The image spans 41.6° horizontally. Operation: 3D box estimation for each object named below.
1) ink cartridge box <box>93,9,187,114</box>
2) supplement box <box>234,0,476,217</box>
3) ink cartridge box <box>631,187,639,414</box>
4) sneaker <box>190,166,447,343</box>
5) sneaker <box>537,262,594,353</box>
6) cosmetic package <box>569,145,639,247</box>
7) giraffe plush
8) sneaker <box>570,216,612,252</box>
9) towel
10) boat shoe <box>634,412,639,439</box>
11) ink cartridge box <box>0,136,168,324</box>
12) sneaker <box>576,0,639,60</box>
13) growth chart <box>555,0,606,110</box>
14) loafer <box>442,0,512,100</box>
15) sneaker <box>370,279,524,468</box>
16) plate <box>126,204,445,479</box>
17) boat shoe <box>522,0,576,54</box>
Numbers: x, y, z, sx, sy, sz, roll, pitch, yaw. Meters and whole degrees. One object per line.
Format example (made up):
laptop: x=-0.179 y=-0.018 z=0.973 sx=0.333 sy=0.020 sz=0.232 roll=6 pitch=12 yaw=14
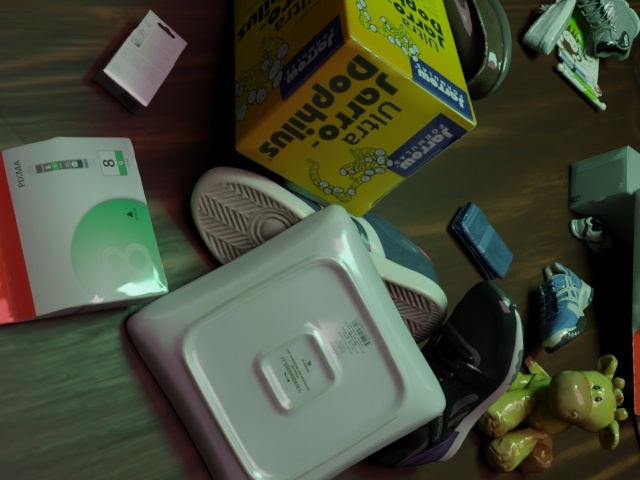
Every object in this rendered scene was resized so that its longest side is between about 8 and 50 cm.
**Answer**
ink cartridge box: x=-0.209 y=-0.210 z=0.987 sx=0.063 sy=0.029 sz=0.115 roll=41 pitch=52 yaw=-23
supplement box: x=0.026 y=-0.243 z=1.017 sx=0.195 sy=0.194 sz=0.356 roll=27 pitch=40 yaw=-32
ink cartridge box: x=0.672 y=0.111 z=1.474 sx=0.308 sy=0.091 sz=0.385 roll=7 pitch=83 yaw=-36
sneaker: x=0.000 y=0.000 z=1.052 sx=0.350 sy=0.131 sz=0.148 roll=32 pitch=30 yaw=-19
sneaker: x=0.379 y=0.109 z=1.354 sx=0.081 sy=0.080 sz=0.211 roll=47 pitch=31 yaw=-4
cosmetic package: x=0.580 y=-0.072 z=1.556 sx=0.238 sy=0.127 sz=0.107 roll=28 pitch=61 yaw=-33
giraffe plush: x=0.348 y=0.242 z=1.221 sx=0.210 sy=0.170 sz=0.181 roll=-8 pitch=81 yaw=-42
sneaker: x=0.499 y=-0.010 z=1.521 sx=0.109 sy=0.044 sz=0.040 roll=25 pitch=59 yaw=-35
towel: x=0.252 y=0.002 z=1.314 sx=0.119 sy=0.029 sz=0.067 roll=50 pitch=50 yaw=-16
boat shoe: x=0.612 y=0.366 z=1.474 sx=0.080 sy=0.073 sz=0.223 roll=3 pitch=75 yaw=-40
ink cartridge box: x=-0.277 y=-0.013 z=0.839 sx=0.225 sy=0.056 sz=0.181 roll=-5 pitch=74 yaw=-43
sneaker: x=0.549 y=-0.441 z=1.652 sx=0.229 sy=0.086 sz=0.132 roll=36 pitch=57 yaw=-26
growth chart: x=0.512 y=-0.392 z=1.673 sx=0.172 sy=0.021 sz=0.237 roll=28 pitch=59 yaw=-30
loafer: x=0.180 y=-0.385 z=1.325 sx=0.130 sy=0.134 sz=0.366 roll=-6 pitch=70 yaw=-37
sneaker: x=0.143 y=0.177 z=1.018 sx=0.124 sy=0.283 sz=0.107 roll=-4 pitch=37 yaw=-36
plate: x=-0.028 y=0.140 z=0.926 sx=0.278 sy=0.045 sz=0.277 roll=-29 pitch=96 yaw=-10
boat shoe: x=0.431 y=-0.415 z=1.586 sx=0.063 sy=0.066 sz=0.184 roll=26 pitch=59 yaw=14
